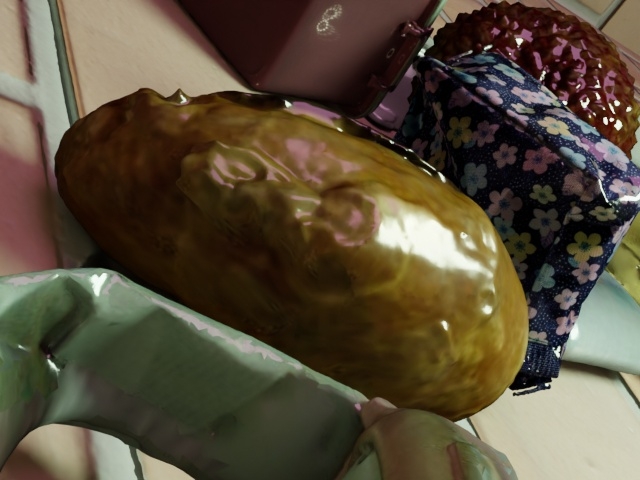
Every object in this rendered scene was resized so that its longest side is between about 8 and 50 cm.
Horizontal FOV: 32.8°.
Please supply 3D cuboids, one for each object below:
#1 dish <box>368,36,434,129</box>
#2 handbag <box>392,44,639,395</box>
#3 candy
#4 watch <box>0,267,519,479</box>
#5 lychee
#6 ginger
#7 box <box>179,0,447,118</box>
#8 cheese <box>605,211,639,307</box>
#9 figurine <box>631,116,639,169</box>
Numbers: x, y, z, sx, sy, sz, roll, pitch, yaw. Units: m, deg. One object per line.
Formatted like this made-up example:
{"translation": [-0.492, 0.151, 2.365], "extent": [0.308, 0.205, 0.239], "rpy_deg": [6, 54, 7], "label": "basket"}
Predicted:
{"translation": [0.097, -0.209, 1.294], "extent": [0.228, 0.086, 0.236], "rpy_deg": [21, 28, -34], "label": "dish"}
{"translation": [0.128, -0.013, 0.821], "extent": [0.127, 0.207, 0.228], "rpy_deg": [-8, 41, -40], "label": "handbag"}
{"translation": [0.231, 0.061, 0.991], "extent": [0.174, 0.071, 0.138], "rpy_deg": [14, 33, -43], "label": "candy"}
{"translation": [-0.061, 0.116, 0.378], "extent": [0.241, 0.161, 0.253], "rpy_deg": [23, 25, -14], "label": "watch"}
{"translation": [0.199, -0.118, 1.097], "extent": [0.236, 0.236, 0.271], "rpy_deg": [41, -3, 9], "label": "lychee"}
{"translation": [0.000, 0.000, 0.659], "extent": [0.321, 0.172, 0.165], "rpy_deg": [32, 61, -15], "label": "ginger"}
{"translation": [-0.035, -0.275, 1.114], "extent": [0.168, 0.193, 0.294], "rpy_deg": [-3, 45, -45], "label": "box"}
{"translation": [0.383, 0.071, 1.139], "extent": [0.316, 0.128, 0.259], "rpy_deg": [43, 13, 8], "label": "cheese"}
{"translation": [0.378, -0.114, 1.431], "extent": [0.281, 0.167, 0.370], "rpy_deg": [27, 16, -34], "label": "figurine"}
